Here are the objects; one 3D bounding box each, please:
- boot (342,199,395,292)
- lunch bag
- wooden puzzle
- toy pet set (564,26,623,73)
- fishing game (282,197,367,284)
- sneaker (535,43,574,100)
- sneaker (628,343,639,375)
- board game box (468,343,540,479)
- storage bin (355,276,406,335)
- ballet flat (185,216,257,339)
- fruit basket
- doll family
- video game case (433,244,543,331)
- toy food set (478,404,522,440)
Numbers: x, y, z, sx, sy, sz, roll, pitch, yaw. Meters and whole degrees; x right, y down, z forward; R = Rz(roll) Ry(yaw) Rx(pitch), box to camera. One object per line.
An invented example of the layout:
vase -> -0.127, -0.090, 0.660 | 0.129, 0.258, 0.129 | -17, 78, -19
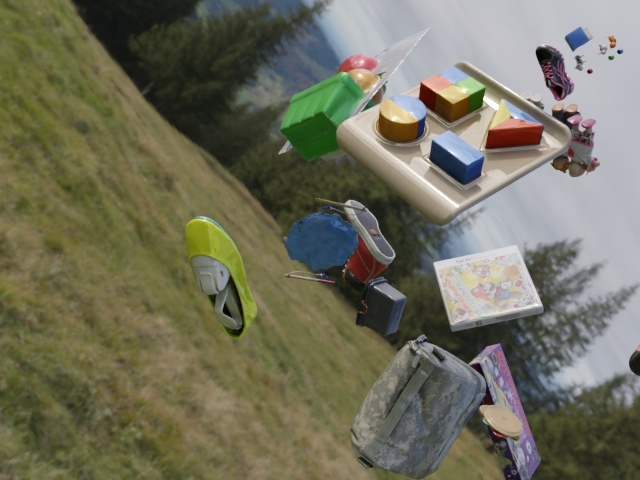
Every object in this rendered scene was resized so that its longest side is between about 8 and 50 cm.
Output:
boot -> 0.094, 0.019, 2.359 | 0.088, 0.176, 0.244 | 9, 42, -38
lunch bag -> 0.213, 0.376, 1.911 | 0.213, 0.305, 0.256 | 34, 4, 22
wooden puzzle -> 0.254, -0.214, 1.623 | 0.322, 0.348, 0.080 | 43, -26, 32
toy pet set -> 0.671, -0.481, 2.122 | 0.114, 0.065, 0.122 | 59, -31, 4
fishing game -> 0.000, 0.000, 2.141 | 0.189, 0.264, 0.041 | 8, 37, -14
sneaker -> 0.446, -0.320, 1.626 | 0.047, 0.057, 0.119 | -14, -62, 49
sneaker -> 0.974, 0.263, 2.327 | 0.116, 0.314, 0.136 | 52, 0, -7
board game box -> 0.494, 0.468, 2.266 | 0.208, 0.056, 0.346 | -18, 88, -67
storage bin -> 0.157, 0.177, 2.183 | 0.091, 0.135, 0.098 | 28, 24, 34
ballet flat -> -0.151, 0.067, 1.287 | 0.231, 0.077, 0.077 | 72, 26, -44
fruit basket -> 0.082, -0.347, 2.020 | 0.165, 0.353, 0.327 | 53, -33, -17
doll family -> 0.503, -0.229, 1.853 | 0.263, 0.118, 0.163 | 21, -44, 29
video game case -> 0.381, 0.106, 1.948 | 0.227, 0.206, 0.026 | -97, 173, -52
toy food set -> 0.340, 0.341, 1.586 | 0.083, 0.020, 0.082 | 18, 27, -14
